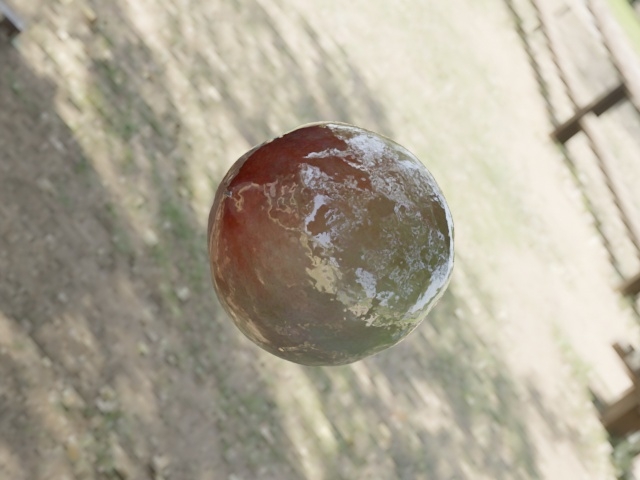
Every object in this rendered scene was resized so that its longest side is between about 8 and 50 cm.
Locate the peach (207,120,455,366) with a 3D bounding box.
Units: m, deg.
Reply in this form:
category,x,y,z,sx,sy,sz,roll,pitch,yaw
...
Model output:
category,x,y,z,sx,sy,sz,roll,pitch,yaw
peach,0.002,-0.001,0.506,0.083,0.083,0.083,44,20,-20
